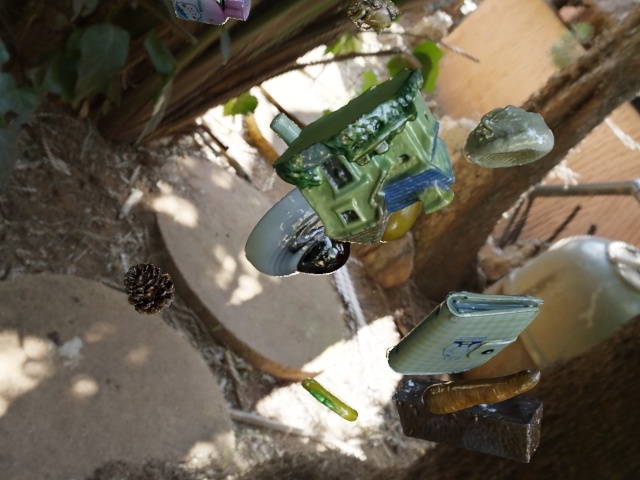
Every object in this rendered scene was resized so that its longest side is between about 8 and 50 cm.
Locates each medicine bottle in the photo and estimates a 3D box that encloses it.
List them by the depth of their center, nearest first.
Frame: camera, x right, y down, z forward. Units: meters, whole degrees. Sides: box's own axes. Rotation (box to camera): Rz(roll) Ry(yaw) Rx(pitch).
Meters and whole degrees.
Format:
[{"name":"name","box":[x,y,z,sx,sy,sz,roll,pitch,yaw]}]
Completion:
[{"name":"medicine bottle","box":[-0.275,-0.612,1.832,0.188,0.119,0.094,11,71,5]}]

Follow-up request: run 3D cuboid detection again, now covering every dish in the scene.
[{"name":"dish","box":[0.000,0.000,1.423,0.134,0.273,0.273,50,26,19]}]

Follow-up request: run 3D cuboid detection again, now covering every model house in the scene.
[{"name":"model house","box":[0.080,-0.099,1.008,0.189,0.214,0.195,56,26,-18]}]

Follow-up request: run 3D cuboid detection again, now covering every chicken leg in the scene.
[{"name":"chicken leg","box":[0.103,-0.476,1.521,0.101,0.085,0.207,38,24,-3]}]

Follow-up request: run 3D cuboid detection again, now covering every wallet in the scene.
[{"name":"wallet","box":[0.283,0.188,1.458,0.223,0.309,0.077,5,61,-17]}]

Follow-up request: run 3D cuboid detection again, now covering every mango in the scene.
[{"name":"mango","box":[0.158,-0.103,1.575,0.120,0.221,0.151,11,19,-29]}]

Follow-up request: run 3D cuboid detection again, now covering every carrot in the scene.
[{"name":"carrot","box":[0.231,0.218,1.058,0.047,0.191,0.047,24,55,-41]}]

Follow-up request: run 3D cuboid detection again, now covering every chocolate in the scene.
[{"name":"chocolate","box":[0.315,0.390,1.587,0.112,0.321,0.112,-30,118,-52]}]

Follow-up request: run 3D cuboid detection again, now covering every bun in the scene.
[{"name":"bun","box":[0.465,-0.263,1.823,0.231,0.231,0.133,7,80,-53]}]

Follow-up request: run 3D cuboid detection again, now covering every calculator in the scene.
[{"name":"calculator","box":[0.023,0.364,1.668,0.146,0.032,0.235,34,-6,16]}]

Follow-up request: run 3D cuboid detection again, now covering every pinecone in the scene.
[{"name":"pinecone","box":[-0.351,0.095,1.463,0.109,0.102,0.102,44,24,-44]}]

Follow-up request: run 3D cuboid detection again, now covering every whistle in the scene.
[{"name":"whistle","box":[-0.010,-0.188,1.638,0.258,0.067,0.126,42,45,-21]}]
